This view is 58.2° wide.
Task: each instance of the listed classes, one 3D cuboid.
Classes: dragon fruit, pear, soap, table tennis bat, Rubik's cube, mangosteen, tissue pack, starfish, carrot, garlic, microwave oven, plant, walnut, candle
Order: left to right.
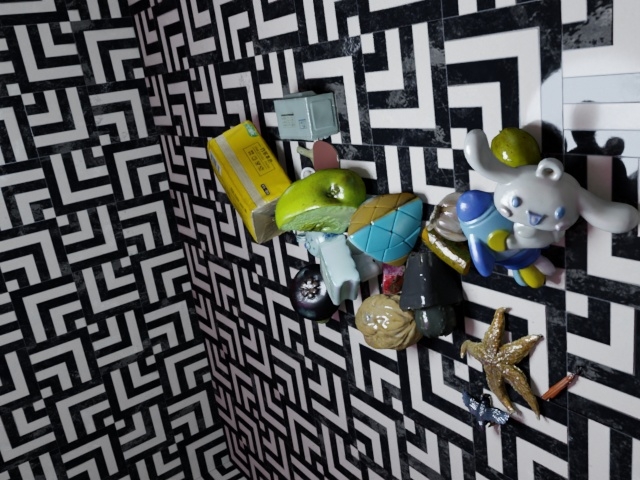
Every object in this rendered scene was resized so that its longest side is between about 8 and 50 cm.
[{"bbox_3d":[-0.260,-0.227,2.281,0.382,0.228,0.293,57,165,24],"label":"tissue pack"},{"bbox_3d":[-0.048,-0.429,1.982,0.208,0.122,0.162,15,118,53],"label":"microwave oven"},{"bbox_3d":[-0.013,0.204,2.203,0.243,0.243,0.243,33,132,45],"label":"mangosteen"},{"bbox_3d":[-0.007,-0.302,2.089,0.246,0.022,0.138,30,129,45],"label":"table tennis bat"},{"bbox_3d":[0.017,-0.148,1.914,0.282,0.286,0.176,-36,56,58],"label":"pear"},{"bbox_3d":[0.061,0.111,1.951,0.289,0.095,0.173,88,163,-69],"label":"soap"},{"bbox_3d":[0.187,-0.007,1.750,0.254,0.254,0.254,33,132,45],"label":"Rubik's cube"},{"bbox_3d":[0.222,0.262,1.869,0.245,0.198,0.198,-5,102,58],"label":"walnut"},{"bbox_3d":[0.245,0.112,1.854,0.147,0.096,0.102,-80,-14,-62],"label":"dragon fruit"},{"bbox_3d":[0.322,0.159,1.691,0.142,0.164,0.256,-21,73,55],"label":"plant"},{"bbox_3d":[0.363,0.019,1.626,0.173,0.082,0.082,42,139,28],"label":"carrot"},{"bbox_3d":[0.389,-0.056,1.528,0.194,0.127,0.131,20,147,21],"label":"garlic"},{"bbox_3d":[0.506,0.332,1.588,0.299,0.060,0.302,43,138,42],"label":"starfish"},{"bbox_3d":[0.453,-0.204,1.338,0.131,0.107,0.107,53,145,11],"label":"pear"},{"bbox_3d":[0.618,0.365,1.466,0.026,0.021,0.167,32,137,10],"label":"candle"}]

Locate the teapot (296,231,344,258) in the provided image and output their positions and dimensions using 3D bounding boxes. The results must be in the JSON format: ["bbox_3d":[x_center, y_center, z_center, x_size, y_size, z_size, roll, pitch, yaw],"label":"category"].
[{"bbox_3d":[0.000,0.000,2.115,0.232,0.159,0.159,19,122,52],"label":"teapot"}]

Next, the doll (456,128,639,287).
[{"bbox_3d":[0.447,-0.041,1.308,0.376,0.187,0.366,42,144,18],"label":"doll"}]

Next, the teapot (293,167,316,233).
[{"bbox_3d":[-0.044,-0.148,2.133,0.159,0.116,0.246,62,-150,-80],"label":"teapot"}]

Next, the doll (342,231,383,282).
[{"bbox_3d":[0.149,0.049,1.944,0.106,0.110,0.181,-14,89,30],"label":"doll"}]

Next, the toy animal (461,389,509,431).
[{"bbox_3d":[0.486,0.508,1.708,0.220,0.062,0.108,-162,58,-66],"label":"toy animal"}]
